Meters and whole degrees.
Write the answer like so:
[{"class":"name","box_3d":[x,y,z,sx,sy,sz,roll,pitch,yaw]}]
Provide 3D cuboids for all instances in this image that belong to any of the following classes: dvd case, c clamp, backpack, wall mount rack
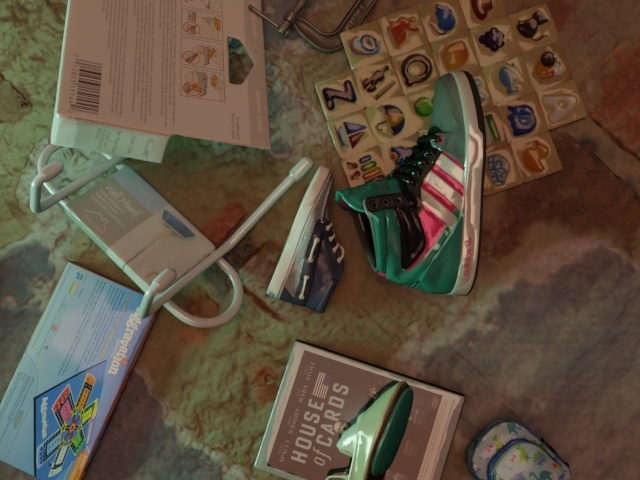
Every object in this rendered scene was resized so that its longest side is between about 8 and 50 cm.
[{"class":"dvd case","box_3d":[0.052,0.253,1.062,0.239,0.029,0.179,18,85,4]},{"class":"c clamp","box_3d":[0.002,-0.340,1.121,0.137,0.022,0.160,41,85,-8]},{"class":"backpack","box_3d":[0.249,0.288,1.020,0.114,0.084,0.105,44,85,9]},{"class":"wall mount rack","box_3d":[-0.196,-0.068,1.070,0.350,0.130,0.304,43,54,6]}]

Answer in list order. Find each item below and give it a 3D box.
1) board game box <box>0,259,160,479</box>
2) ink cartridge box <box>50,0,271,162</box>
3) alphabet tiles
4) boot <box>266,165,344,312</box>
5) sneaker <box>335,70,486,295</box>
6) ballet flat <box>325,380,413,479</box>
[{"class":"board game box","box_3d":[-0.338,0.183,1.092,0.145,0.027,0.281,23,85,7]},{"class":"ink cartridge box","box_3d":[-0.205,-0.235,1.054,0.261,0.066,0.296,8,55,-20]},{"class":"alphabet tiles","box_3d":[0.179,-0.194,1.108,0.343,0.011,0.285,-19,85,1]},{"class":"boot","box_3d":[0.000,0.000,1.081,0.086,0.069,0.190,21,92,-3]},{"class":"sneaker","box_3d":[0.111,-0.077,1.040,0.179,0.124,0.295,2,87,-8]},{"class":"ballet flat","box_3d":[0.049,0.291,1.008,0.086,0.086,0.248,14,85,5]}]
